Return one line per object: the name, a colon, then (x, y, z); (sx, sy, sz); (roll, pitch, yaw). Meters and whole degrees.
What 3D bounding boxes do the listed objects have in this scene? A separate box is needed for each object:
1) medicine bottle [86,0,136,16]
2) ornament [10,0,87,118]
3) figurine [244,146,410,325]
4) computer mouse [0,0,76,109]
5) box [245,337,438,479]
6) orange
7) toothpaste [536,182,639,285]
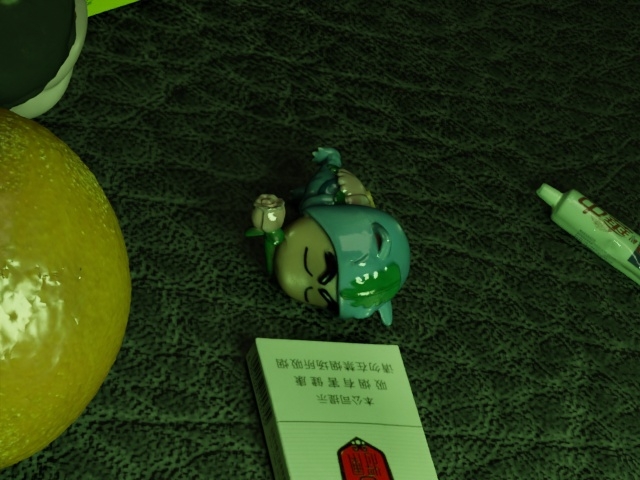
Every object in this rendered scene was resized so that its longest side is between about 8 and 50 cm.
medicine bottle: (-0.226, -0.303, 1.802); (0.141, 0.137, 0.250); (45, 44, 17)
ornament: (-0.288, -0.176, 1.625); (0.177, 0.177, 0.177); (15, 45, -15)
figurine: (-0.003, -0.003, 1.673); (0.144, 0.114, 0.178); (1, 38, -18)
computer mouse: (-0.327, -0.175, 1.433); (0.323, 0.116, 0.183); (-5, 76, -44)
box: (0.028, 0.186, 1.551); (0.139, 0.035, 0.245); (6, 47, -24)
orange: (-0.265, 0.031, 1.370); (0.274, 0.274, 0.274); (15, 45, -15)
toothpaste: (0.306, 0.017, 1.859); (0.233, 0.038, 0.060); (37, 45, 4)
